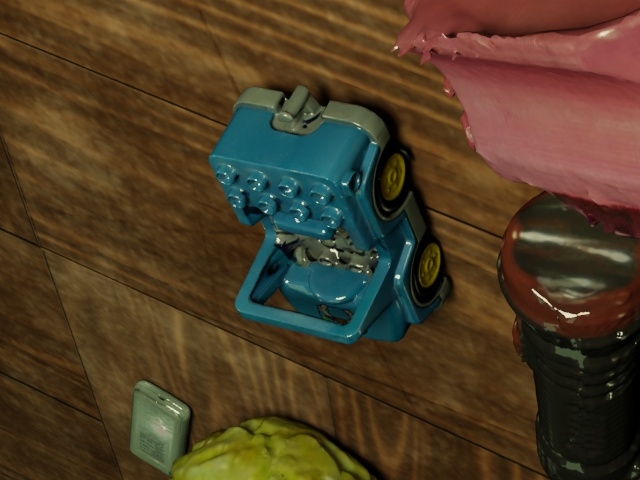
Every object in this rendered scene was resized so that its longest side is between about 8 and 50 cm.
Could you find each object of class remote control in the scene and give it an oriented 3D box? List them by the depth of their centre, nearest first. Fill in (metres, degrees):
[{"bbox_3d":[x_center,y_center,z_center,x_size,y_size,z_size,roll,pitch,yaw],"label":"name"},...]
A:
[{"bbox_3d":[-0.131,0.154,1.601,0.053,0.018,0.124,31,151,12],"label":"remote control"}]

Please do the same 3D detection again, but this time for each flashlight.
[{"bbox_3d":[0.145,0.064,1.101,0.093,0.093,0.232,24,152,21],"label":"flashlight"}]

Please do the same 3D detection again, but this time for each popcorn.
[{"bbox_3d":[-0.046,0.234,1.457,0.198,0.212,0.198,54,180,0],"label":"popcorn"}]

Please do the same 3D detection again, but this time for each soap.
[{"bbox_3d":[0.145,-0.097,0.754,0.112,0.182,0.289,50,165,-27],"label":"soap"}]

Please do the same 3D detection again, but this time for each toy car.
[{"bbox_3d":[0.000,0.000,1.142,0.097,0.100,0.191,13,149,30],"label":"toy car"}]
